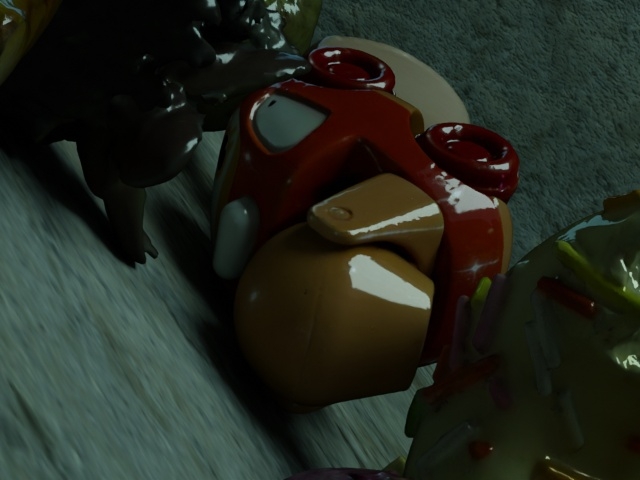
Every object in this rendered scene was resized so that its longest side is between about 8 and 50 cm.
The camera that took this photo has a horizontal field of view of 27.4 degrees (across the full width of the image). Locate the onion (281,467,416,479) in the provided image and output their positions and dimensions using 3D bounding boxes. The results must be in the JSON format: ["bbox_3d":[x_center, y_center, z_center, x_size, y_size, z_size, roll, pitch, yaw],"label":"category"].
[{"bbox_3d":[0.070,0.184,0.501,0.227,0.120,0.283,39,2,-19],"label":"onion"}]

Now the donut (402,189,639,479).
[{"bbox_3d":[0.163,0.157,0.724,0.150,0.307,0.371,20,43,-30],"label":"donut"}]

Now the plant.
[{"bbox_3d":[-0.119,-0.129,0.742,0.234,0.204,0.178,46,11,-4],"label":"plant"}]

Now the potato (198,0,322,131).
[{"bbox_3d":[-0.100,-0.228,1.243,0.218,0.202,0.351,49,9,-10],"label":"potato"}]

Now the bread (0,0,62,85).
[{"bbox_3d":[-0.152,-0.080,0.464,0.077,0.138,0.361,48,8,-17],"label":"bread"}]

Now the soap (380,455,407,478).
[{"bbox_3d":[0.115,0.241,1.024,0.092,0.037,0.252,59,9,32],"label":"soap"}]

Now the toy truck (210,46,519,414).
[{"bbox_3d":[0.000,0.000,0.912,0.265,0.189,0.239,34,37,31],"label":"toy truck"}]

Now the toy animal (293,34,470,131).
[{"bbox_3d":[0.030,-0.051,1.176,0.195,0.256,0.213,41,39,10],"label":"toy animal"}]
